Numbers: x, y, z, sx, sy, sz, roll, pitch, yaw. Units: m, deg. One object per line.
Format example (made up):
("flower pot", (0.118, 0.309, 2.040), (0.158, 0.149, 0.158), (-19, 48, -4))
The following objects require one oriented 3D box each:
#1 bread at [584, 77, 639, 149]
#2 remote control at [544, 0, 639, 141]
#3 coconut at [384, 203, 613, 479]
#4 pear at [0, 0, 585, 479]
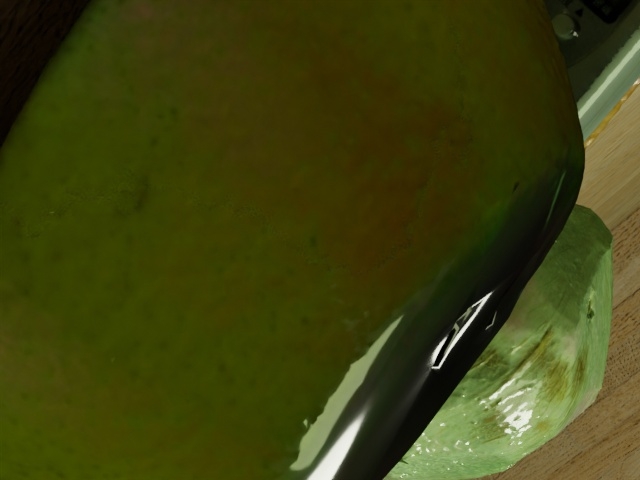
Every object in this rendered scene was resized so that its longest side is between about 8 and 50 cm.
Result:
("bread", (0.102, -0.074, 1.102), (0.167, 0.132, 0.294), (-31, 164, -38))
("remote control", (0.098, -0.097, 0.917), (0.296, 0.140, 0.056), (-50, 151, 16))
("coconut", (0.131, 0.074, 1.471), (0.328, 0.281, 0.328), (-12, 128, -16))
("pear", (0.003, 0.000, 0.728), (0.399, 0.165, 0.399), (-51, 164, -21))
